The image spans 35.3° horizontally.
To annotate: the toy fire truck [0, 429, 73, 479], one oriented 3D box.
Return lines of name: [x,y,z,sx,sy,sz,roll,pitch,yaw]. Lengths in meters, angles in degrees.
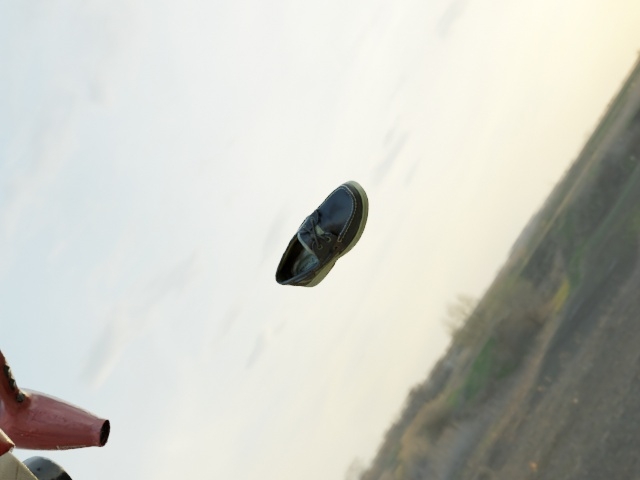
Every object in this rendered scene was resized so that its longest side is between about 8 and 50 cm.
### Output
toy fire truck: [-0.315,0.164,0.638,0.217,0.246,0.158,-48,-8,34]

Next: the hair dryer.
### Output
hair dryer: [-0.397,0.194,1.241,0.223,0.293,0.080,-30,38,51]

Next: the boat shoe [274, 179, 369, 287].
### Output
boat shoe: [0.000,0.000,1.055,0.049,0.056,0.152,-15,-34,-43]
